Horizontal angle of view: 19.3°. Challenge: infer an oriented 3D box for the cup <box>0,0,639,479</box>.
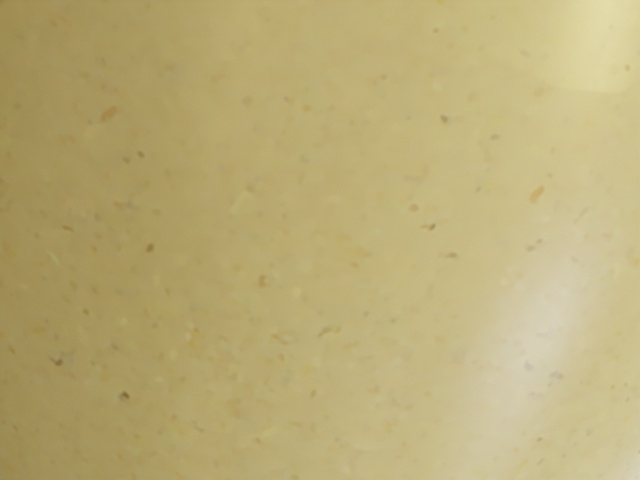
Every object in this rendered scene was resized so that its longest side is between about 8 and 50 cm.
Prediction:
[{"bbox_3d":[0.000,0.000,0.560,0.331,0.331,0.237,15,-84,60],"label":"cup"}]
